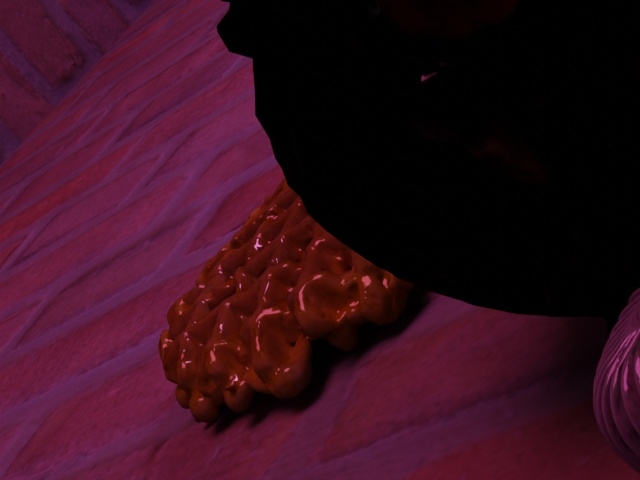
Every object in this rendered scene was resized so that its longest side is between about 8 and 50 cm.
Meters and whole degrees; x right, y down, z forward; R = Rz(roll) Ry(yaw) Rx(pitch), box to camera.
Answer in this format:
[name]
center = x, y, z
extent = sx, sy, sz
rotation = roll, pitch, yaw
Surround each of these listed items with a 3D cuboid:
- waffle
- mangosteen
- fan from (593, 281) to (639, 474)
[waffle]
center = 0.003, 0.001, 1.218
extent = 0.329, 0.062, 0.329
rotation = -41, 14, 12
[mangosteen]
center = 0.111, -0.163, 0.765
extent = 0.381, 0.421, 0.381
rotation = -11, 57, 17
[fan]
center = 0.176, -0.020, 0.580
extent = 0.244, 0.074, 0.130
rotation = -55, -1, -13
